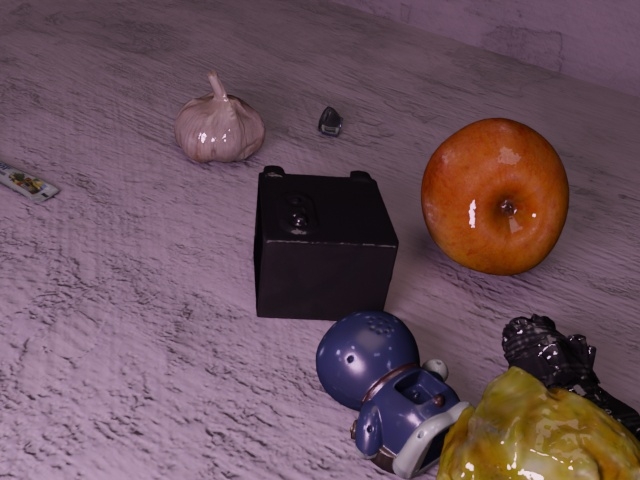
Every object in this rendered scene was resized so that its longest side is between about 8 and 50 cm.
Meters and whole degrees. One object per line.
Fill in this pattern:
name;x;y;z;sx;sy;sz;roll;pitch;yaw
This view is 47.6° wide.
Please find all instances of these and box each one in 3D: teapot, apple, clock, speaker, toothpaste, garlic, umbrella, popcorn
teapot;0.028;-0.312;1.941;0.057;0.066;0.088;21;52;-13
apple;0.343;-0.081;1.421;0.298;0.299;0.275;8;21;-3
clock;0.101;0.206;1.046;0.199;0.147;0.243;-20;49;-32
speaker;0.000;0.000;1.307;0.232;0.184;0.254;4;34;-9
toothpaste;-0.654;-0.138;1.495;0.255;0.037;0.067;25;34;17
garlic;-0.234;-0.298;1.697;0.218;0.212;0.219;4;37;-3
umbrella;0.390;0.237;1.066;0.128;0.154;0.337;-37;38;3
popcorn;0.253;0.309;0.857;0.225;0.276;0.276;41;25;-19
